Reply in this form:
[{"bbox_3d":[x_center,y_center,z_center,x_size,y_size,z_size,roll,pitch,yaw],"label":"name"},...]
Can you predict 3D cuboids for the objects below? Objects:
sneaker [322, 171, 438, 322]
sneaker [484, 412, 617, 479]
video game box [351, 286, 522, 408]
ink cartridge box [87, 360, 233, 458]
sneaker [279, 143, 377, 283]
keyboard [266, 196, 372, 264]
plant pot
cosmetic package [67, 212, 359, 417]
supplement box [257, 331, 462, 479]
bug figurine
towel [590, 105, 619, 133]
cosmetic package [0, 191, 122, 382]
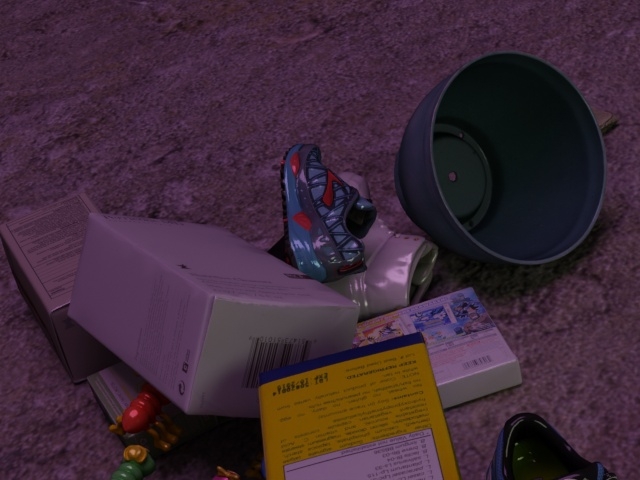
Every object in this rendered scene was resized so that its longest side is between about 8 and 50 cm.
[{"bbox_3d":[0.087,0.010,2.276,0.169,0.108,0.292,-4,42,13],"label":"sneaker"},{"bbox_3d":[0.254,0.311,1.640,0.129,0.147,0.330,-21,48,-11],"label":"sneaker"},{"bbox_3d":[0.131,0.150,2.075,0.205,0.048,0.187,-17,33,-5],"label":"video game box"},{"bbox_3d":[-0.170,0.189,2.133,0.235,0.056,0.171,-26,32,-14],"label":"ink cartridge box"},{"bbox_3d":[0.013,-0.034,2.179,0.125,0.104,0.262,-6,44,1],"label":"sneaker"},{"bbox_3d":[0.000,0.000,2.224,0.108,0.023,0.180,19,55,43],"label":"keyboard"},{"bbox_3d":[0.224,-0.100,2.254,0.293,0.293,0.196,-34,9,-29],"label":"plant pot"},{"bbox_3d":[-0.144,0.090,2.037,0.217,0.156,0.385,6,13,-33],"label":"cosmetic package"},{"bbox_3d":[0.058,0.290,1.686,0.194,0.195,0.356,-14,31,4],"label":"supplement box"},{"bbox_3d":[-0.149,0.261,1.939,0.279,0.072,0.216,15,44,19],"label":"bug figurine"},{"bbox_3d":[0.379,-0.170,2.505,0.148,0.027,0.110,-36,36,-31],"label":"towel"},{"bbox_3d":[-0.348,0.062,2.337,0.153,0.129,0.296,-21,31,-14],"label":"cosmetic package"}]
